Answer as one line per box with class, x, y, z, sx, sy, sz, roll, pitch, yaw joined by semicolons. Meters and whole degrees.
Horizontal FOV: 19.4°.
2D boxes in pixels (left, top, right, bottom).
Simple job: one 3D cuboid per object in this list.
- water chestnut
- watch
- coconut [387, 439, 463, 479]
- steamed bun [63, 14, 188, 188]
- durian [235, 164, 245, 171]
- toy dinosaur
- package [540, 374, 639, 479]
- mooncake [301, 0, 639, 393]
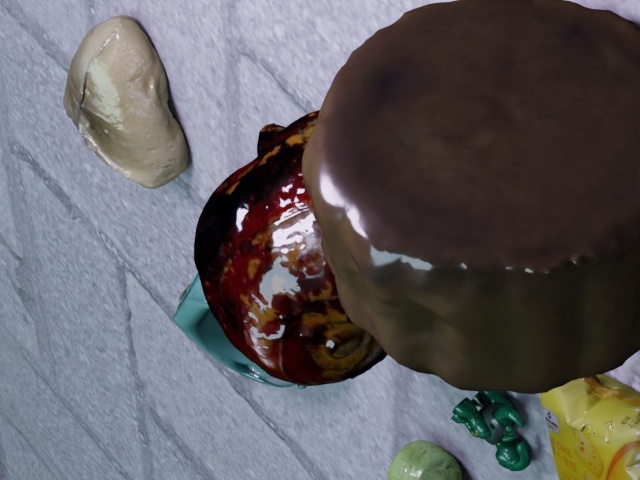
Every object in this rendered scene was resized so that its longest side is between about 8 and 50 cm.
water chestnut;0.000;0.000;1.883;0.244;0.289;0.289;26;147;12
watch;-0.084;0.108;2.313;0.195;0.068;0.237;31;156;-2
coconut;0.119;0.276;2.178;0.096;0.088;0.088;17;132;50
steamed bun;-0.259;-0.163;2.404;0.212;0.110;0.231;58;159;5
durian;-0.106;-0.011;2.301;0.140;0.078;0.224;46;155;29
toy dinosaur;0.192;0.199;1.991;0.096;0.059;0.132;46;162;11
package;0.282;0.196;1.753;0.226;0.090;0.168;22;134;58
mooncake;0.149;-0.034;1.481;0.324;0.324;0.187;43;154;34
